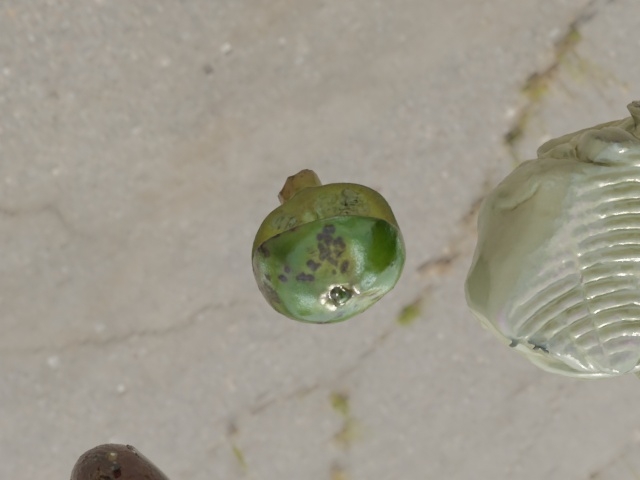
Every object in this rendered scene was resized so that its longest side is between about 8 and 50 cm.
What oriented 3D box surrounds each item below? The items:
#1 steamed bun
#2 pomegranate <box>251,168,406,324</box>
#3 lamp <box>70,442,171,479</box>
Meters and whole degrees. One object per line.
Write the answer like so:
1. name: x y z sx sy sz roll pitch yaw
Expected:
1. steamed bun: 0.289 0.000 1.524 0.320 0.206 0.275 8 102 -9
2. pomegranate: 0.006 0.012 1.557 0.143 0.169 0.122 -27 111 -5
3. lamp: -0.254 0.336 2.143 0.135 0.157 0.156 -46 137 -8
